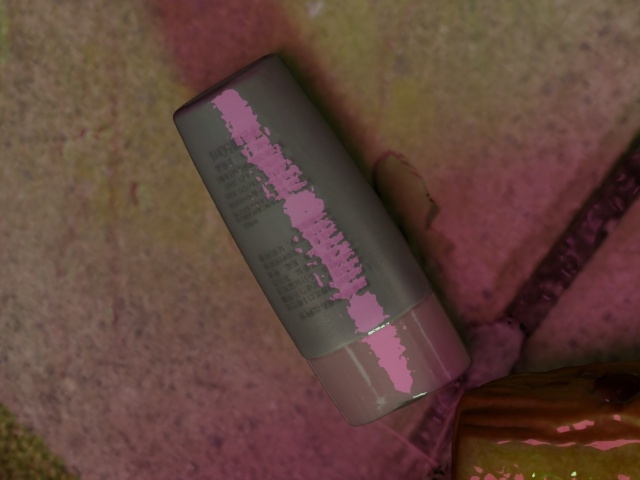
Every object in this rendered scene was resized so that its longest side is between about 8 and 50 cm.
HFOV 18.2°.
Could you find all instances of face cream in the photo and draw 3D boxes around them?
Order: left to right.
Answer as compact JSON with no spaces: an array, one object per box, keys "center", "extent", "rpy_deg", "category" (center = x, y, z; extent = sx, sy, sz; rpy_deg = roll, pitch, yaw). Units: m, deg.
[{"center":[0.000,0.000,1.060],"extent":[0.084,0.057,0.198],"rpy_deg":[-27,100,24],"category":"face cream"}]

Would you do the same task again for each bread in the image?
[{"center":[0.178,0.170,1.038],"extent":[0.210,0.099,0.235],"rpy_deg":[-4,110,21],"category":"bread"}]
